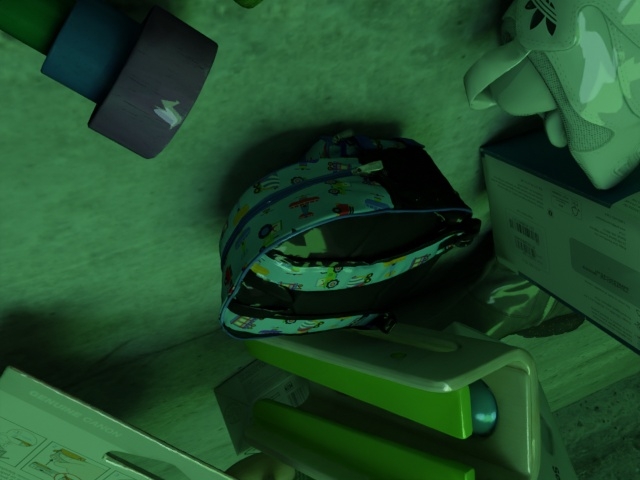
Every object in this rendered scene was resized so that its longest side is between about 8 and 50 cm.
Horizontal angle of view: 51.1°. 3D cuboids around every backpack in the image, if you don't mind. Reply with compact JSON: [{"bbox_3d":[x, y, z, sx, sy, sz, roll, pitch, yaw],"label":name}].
[{"bbox_3d":[0.000,0.000,0.492,0.173,0.116,0.158,-6,146,-35],"label":"backpack"}]

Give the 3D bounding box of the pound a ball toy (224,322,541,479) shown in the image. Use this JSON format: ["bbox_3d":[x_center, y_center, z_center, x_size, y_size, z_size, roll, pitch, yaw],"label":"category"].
[{"bbox_3d":[0.037,0.173,0.617,0.136,0.208,0.319,-12,-170,-39],"label":"pound a ball toy"}]

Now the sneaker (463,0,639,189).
[{"bbox_3d":[0.266,-0.149,0.467,0.366,0.137,0.210,1,141,-35],"label":"sneaker"}]

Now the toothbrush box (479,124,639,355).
[{"bbox_3d":[0.325,-0.046,0.568,0.296,0.216,0.126,-23,117,-12],"label":"toothbrush box"}]

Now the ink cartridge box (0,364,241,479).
[{"bbox_3d":[-0.188,0.221,0.591,0.296,0.066,0.261,36,119,-23],"label":"ink cartridge box"}]

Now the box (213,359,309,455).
[{"bbox_3d":[0.019,0.203,0.880,0.169,0.087,0.290,-37,150,17],"label":"box"}]

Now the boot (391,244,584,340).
[{"bbox_3d":[0.198,0.034,0.761,0.338,0.118,0.222,-18,141,-21],"label":"boot"}]

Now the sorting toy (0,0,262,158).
[{"bbox_3d":[-0.027,-0.183,0.217,0.126,0.127,0.365,29,127,-24],"label":"sorting toy"}]

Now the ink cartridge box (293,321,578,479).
[{"bbox_3d":[0.102,0.246,0.689,0.117,0.201,0.278,27,125,-30],"label":"ink cartridge box"}]
